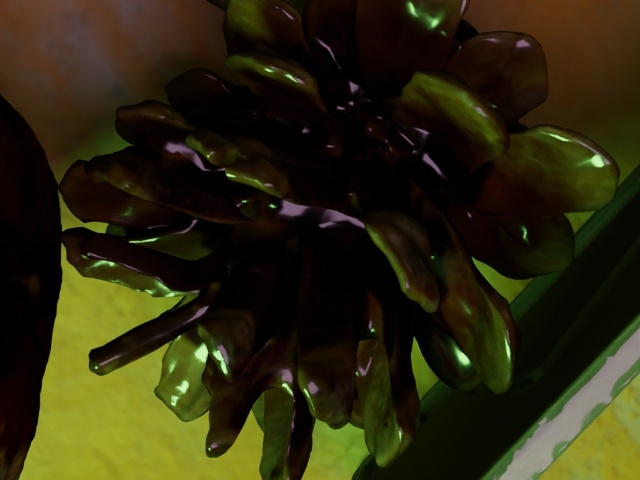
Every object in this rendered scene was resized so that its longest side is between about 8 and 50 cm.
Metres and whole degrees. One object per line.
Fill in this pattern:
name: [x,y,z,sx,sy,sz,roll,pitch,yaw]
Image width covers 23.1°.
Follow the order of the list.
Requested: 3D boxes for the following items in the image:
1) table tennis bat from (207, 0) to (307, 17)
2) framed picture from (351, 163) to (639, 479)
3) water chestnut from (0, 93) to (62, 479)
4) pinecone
table tennis bat: [0.066,-0.204,0.677,0.321,0.050,0.198,-21,119,0]
framed picture: [0.116,0.036,0.705,0.020,0.240,0.324,41,100,-2]
water chestnut: [-0.240,0.013,0.591,0.289,0.244,0.289,-8,121,-13]
pinecone: [-0.001,0.001,0.670,0.201,0.202,0.229,-31,162,-45]
